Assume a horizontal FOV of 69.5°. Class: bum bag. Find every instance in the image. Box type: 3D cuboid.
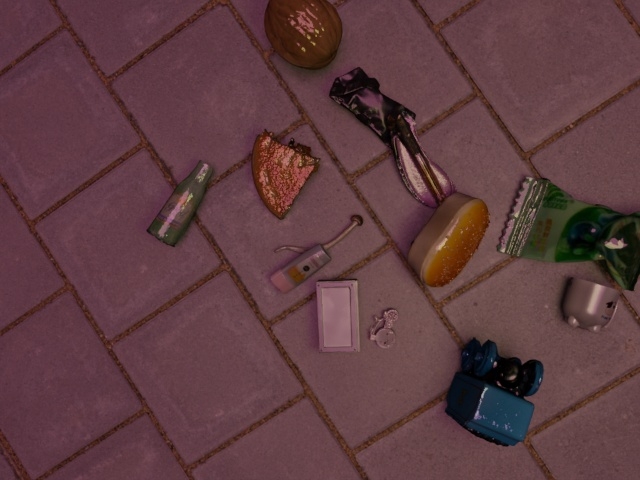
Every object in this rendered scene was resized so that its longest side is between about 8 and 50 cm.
[{"bbox_3d":[0.174,-0.419,1.459,0.310,0.074,0.137,38,92,-10],"label":"bum bag"}]

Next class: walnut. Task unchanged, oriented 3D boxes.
[{"bbox_3d":[-0.055,-0.649,1.407,0.225,0.225,0.261,-44,91,4],"label":"walnut"}]

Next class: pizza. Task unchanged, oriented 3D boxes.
[{"bbox_3d":[-0.105,-0.223,1.480,0.228,0.081,0.289,-17,89,11],"label":"pizza"}]

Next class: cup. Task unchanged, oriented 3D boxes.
[{"bbox_3d":[0.812,0.199,1.396,0.134,0.173,0.142,18,94,36],"label":"cup"}]

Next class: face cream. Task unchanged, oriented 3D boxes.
[{"bbox_3d":[-0.062,0.090,1.478,0.198,0.057,0.084,-37,113,10],"label":"face cream"}]

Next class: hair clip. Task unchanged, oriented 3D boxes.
[{"bbox_3d":[0.302,-0.243,1.435,0.110,0.095,0.359,-38,108,-21],"label":"hair clip"}]

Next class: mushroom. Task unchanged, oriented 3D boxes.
[{"bbox_3d":[0.001,0.000,1.496,0.306,0.043,0.068,-25,76,5],"label":"mushroom"}]

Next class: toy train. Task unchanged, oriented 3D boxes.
[{"bbox_3d":[0.488,0.432,1.324,0.188,0.300,0.265,23,81,5],"label":"toy train"}]

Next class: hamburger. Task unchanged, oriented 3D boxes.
[{"bbox_3d":[0.387,0.000,1.374,0.151,0.227,0.295,41,97,27],"label":"hamburger"}]

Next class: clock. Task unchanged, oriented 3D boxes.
[{"bbox_3d":[0.205,0.277,1.476,0.087,0.041,0.129,15,96,1],"label":"clock"}]

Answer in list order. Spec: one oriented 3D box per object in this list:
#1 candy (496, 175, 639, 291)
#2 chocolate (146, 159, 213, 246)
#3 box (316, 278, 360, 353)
[{"bbox_3d":[0.764,-0.030,1.374,0.398,0.172,0.263,18,87,17],"label":"candy"},{"bbox_3d":[-0.445,-0.126,1.505,0.110,0.110,0.291,32,90,4],"label":"chocolate"},{"bbox_3d":[0.057,0.238,1.467,0.129,0.086,0.225,-3,89,5],"label":"box"}]
